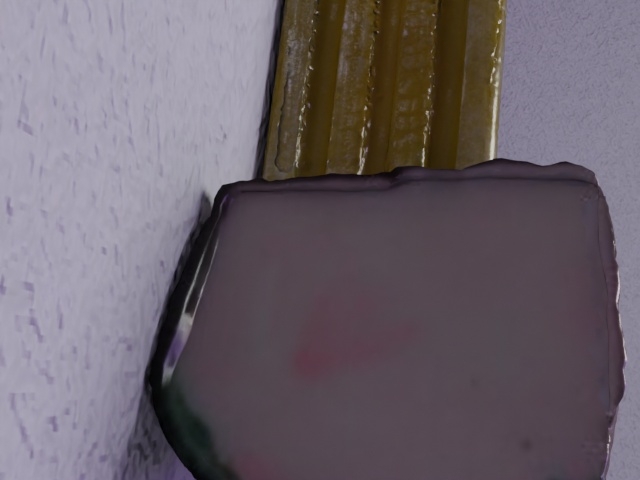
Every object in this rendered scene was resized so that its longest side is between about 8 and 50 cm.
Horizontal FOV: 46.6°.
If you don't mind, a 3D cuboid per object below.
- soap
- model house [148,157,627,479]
[{"bbox_3d":[0.056,-0.123,0.566,0.089,0.173,0.274,53,42,-73],"label":"soap"},{"bbox_3d":[0.055,0.100,0.463,0.237,0.237,0.202,62,31,-55],"label":"model house"}]
